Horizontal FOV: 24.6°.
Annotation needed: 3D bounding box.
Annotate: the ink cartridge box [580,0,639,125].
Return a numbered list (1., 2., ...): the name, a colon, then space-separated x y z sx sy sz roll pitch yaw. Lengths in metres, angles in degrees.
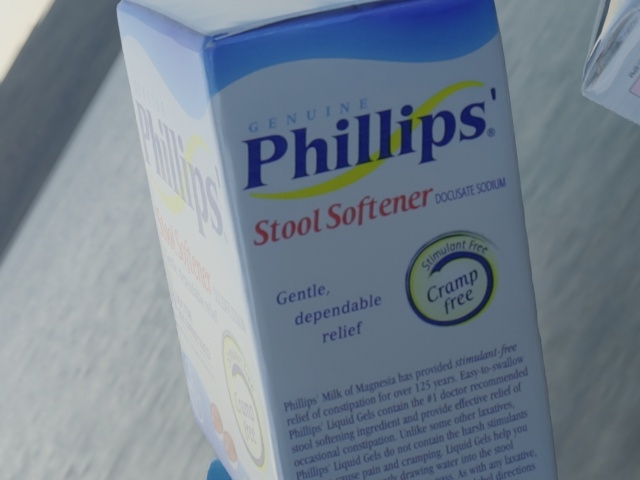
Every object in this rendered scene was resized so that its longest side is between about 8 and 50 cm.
1. ink cartridge box: 0.233 -0.077 0.632 0.189 0.232 0.066 -67 2 -48

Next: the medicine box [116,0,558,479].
1. medicine box: 0.000 0.000 0.826 0.263 0.149 0.289 -143 41 -69

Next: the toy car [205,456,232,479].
1. toy car: 0.021 0.192 1.100 0.210 0.219 0.238 -79 2 -57
